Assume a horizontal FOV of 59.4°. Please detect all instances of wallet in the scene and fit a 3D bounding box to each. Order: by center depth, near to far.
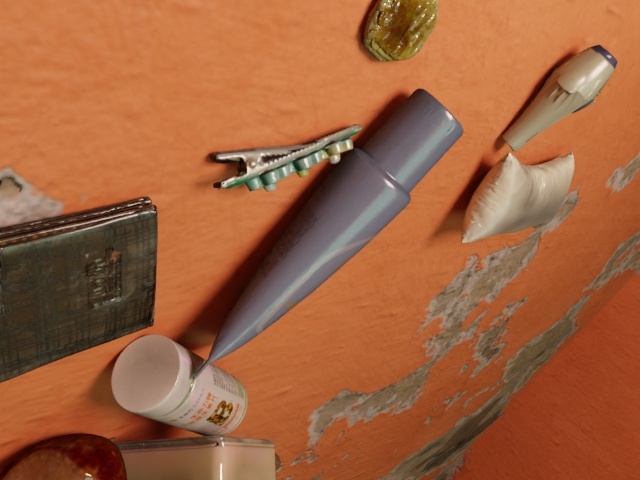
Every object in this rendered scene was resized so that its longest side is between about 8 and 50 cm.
[{"bbox_3d":[-0.281,0.065,0.442,0.317,0.044,0.169,-17,140,-35],"label":"wallet"}]

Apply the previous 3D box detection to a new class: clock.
[{"bbox_3d":[-0.171,0.300,0.734,0.192,0.071,0.147,-12,155,22],"label":"clock"}]

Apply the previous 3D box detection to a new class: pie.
[{"bbox_3d":[0.076,-0.202,0.521,0.084,0.020,0.084,-27,145,-21],"label":"pie"}]

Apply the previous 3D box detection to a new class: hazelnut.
[{"bbox_3d":[-0.291,0.292,0.631,0.154,0.143,0.143,-50,152,-19],"label":"hazelnut"}]

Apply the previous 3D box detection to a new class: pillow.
[{"bbox_3d":[0.314,-0.072,0.877,0.254,0.078,0.144,-8,132,-44],"label":"pillow"}]

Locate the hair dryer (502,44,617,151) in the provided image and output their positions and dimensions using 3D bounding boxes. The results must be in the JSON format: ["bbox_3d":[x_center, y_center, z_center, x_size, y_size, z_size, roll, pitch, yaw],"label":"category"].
[{"bbox_3d":[0.338,-0.185,0.812,0.167,0.067,0.199,-39,164,13],"label":"hair dryer"}]

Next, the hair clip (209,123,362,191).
[{"bbox_3d":[-0.028,-0.079,0.546,0.173,0.049,0.049,-21,143,-31],"label":"hair clip"}]

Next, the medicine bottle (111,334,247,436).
[{"bbox_3d":[-0.160,0.180,0.672,0.086,0.086,0.183,-39,149,-3],"label":"medicine bottle"}]

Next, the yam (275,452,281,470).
[{"bbox_3d":[-0.171,0.424,0.987,0.241,0.057,0.057,0,130,-47],"label":"yam"}]

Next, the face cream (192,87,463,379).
[{"bbox_3d":[0.000,0.000,0.623,0.385,0.086,0.135,-47,-179,11],"label":"face cream"}]
